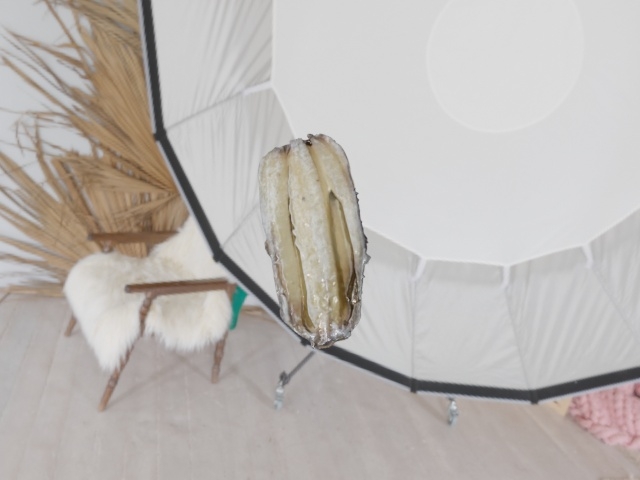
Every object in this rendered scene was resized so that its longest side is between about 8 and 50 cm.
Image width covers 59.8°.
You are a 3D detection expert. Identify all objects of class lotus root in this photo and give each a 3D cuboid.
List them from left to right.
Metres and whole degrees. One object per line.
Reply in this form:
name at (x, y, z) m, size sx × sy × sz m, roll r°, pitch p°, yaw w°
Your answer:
lotus root at (0.000, 0.001, 0.867) m, size 0.167 × 0.329 × 0.078 m, roll -11°, pitch -14°, yaw 18°
